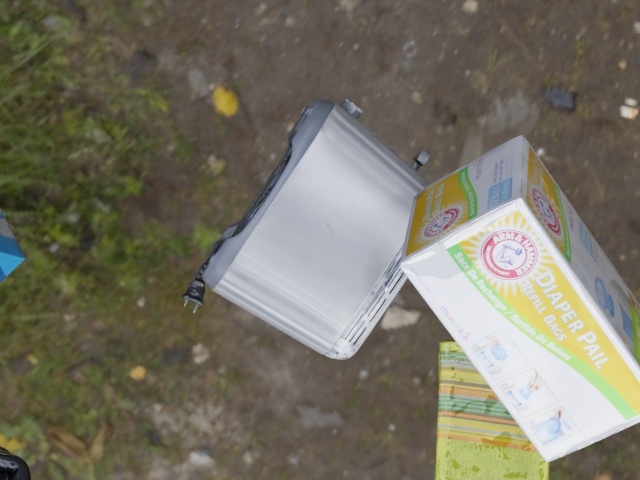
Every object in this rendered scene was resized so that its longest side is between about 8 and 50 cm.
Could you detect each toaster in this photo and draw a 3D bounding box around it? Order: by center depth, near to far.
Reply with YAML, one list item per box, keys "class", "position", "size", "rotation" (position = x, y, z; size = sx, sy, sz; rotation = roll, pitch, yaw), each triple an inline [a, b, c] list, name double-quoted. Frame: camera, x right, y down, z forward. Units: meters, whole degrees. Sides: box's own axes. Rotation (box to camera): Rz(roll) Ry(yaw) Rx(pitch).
- class: "toaster"
  position: [0.000, 0.000, 1.111]
  size: [0.146, 0.129, 0.227]
  rotation: [34, 92, -5]

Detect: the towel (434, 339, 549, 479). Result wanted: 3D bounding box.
- class: "towel"
  position: [0.144, 0.205, 1.106]
  size: [0.102, 0.021, 0.237]
  rotation: [3, 91, 25]

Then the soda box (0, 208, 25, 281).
- class: "soda box"
  position: [-0.336, -0.047, 1.118]
  size: [0.071, 0.067, 0.210]
  rotation: [-41, 63, 17]

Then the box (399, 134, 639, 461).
- class: "box"
  position: [0.159, 0.043, 0.970]
  size: [0.103, 0.114, 0.203]
  rotation: [-30, 108, 23]

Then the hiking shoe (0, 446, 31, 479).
- class: "hiking shoe"
  position: [-0.186, 0.160, 0.695]
  size: [0.114, 0.086, 0.227]
  rotation: [-18, 148, 28]
